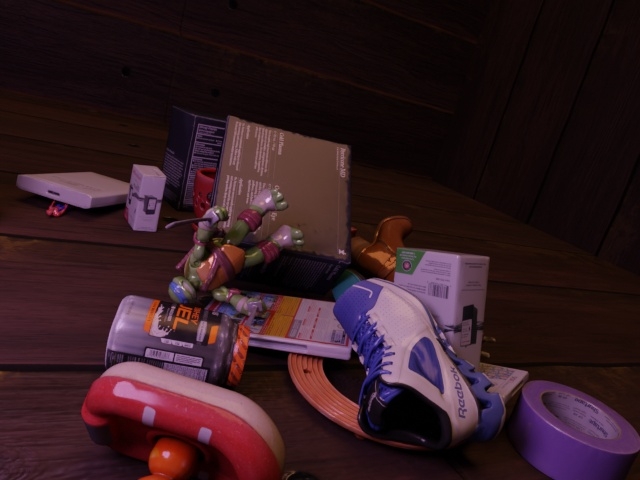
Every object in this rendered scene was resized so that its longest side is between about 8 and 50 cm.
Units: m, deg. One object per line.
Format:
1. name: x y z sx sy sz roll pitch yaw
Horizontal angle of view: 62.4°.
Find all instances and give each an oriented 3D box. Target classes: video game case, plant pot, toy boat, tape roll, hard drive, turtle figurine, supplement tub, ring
1. video game case: 0.261 0.239 0.917 0.157 0.019 0.143 3 7 36
2. plant pot: -0.263 -0.095 1.457 0.191 0.174 0.191 15 17 -5
3. toy boat: -0.156 0.239 0.564 0.231 0.151 0.151 16 46 4
4. tape roll: 0.414 0.319 0.875 0.189 0.080 0.189 15 16 -4
5. hard drive: -0.638 -0.143 1.455 0.203 0.040 0.307 17 10 5
6. video game case: -0.076 0.150 0.996 0.285 0.025 0.204 7 15 6
7. turtle figurine: -0.133 0.028 0.952 0.198 0.275 0.266 46 58 3
8. supplement tub: -0.206 0.154 0.781 0.190 0.117 0.117 13 16 -10
9. ring: 0.105 0.249 0.909 0.336 0.032 0.336 15 17 -5

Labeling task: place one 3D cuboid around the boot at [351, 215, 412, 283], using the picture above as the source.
1. boot: 0.228 0.036 1.532 0.283 0.109 0.220 -18 41 -39

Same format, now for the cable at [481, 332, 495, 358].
1. cable: 0.234 0.205 1.186 0.287 0.072 0.139 14 28 41

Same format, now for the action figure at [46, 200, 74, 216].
1. action figure: -0.652 -0.082 1.319 0.038 0.030 0.115 16 18 -7

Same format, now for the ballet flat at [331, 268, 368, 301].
1. ballet flat: 0.110 0.145 1.157 0.096 0.095 0.280 24 9 -24

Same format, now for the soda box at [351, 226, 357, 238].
1. soda box: 0.000 0.000 1.550 0.092 0.083 0.263 24 19 28

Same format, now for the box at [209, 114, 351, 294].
1. box: -0.100 -0.079 1.250 0.312 0.179 0.343 11 58 -13

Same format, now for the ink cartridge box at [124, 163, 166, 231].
1. ink cartridge box: -0.458 -0.113 1.377 0.063 0.150 0.109 4 19 -35

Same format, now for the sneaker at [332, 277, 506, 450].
1. sneaker: 0.111 0.184 0.790 0.182 0.127 0.315 -4 39 -45

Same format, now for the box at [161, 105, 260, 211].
1. box: -0.334 -0.254 1.709 0.296 0.294 0.183 2 21 -41

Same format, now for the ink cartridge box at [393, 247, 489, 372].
1. ink cartridge box: 0.205 0.123 0.936 0.087 0.208 0.153 4 3 -35
